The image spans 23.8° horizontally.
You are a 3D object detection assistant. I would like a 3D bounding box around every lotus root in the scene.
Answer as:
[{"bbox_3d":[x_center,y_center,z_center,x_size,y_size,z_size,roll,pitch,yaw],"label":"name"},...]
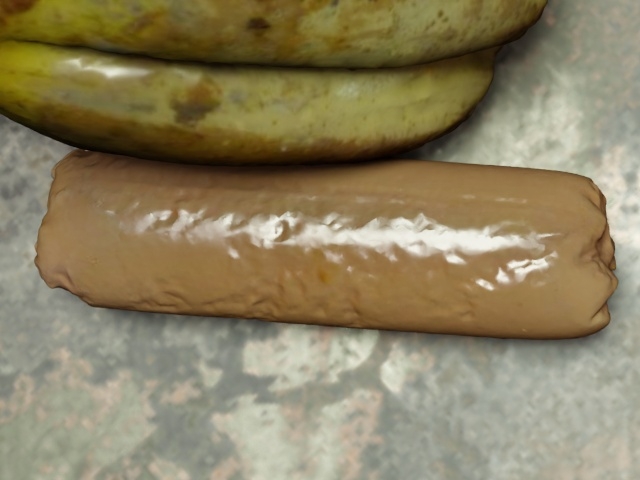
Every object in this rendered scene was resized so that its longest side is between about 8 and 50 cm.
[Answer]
[{"bbox_3d":[-0.034,-0.120,0.669,0.291,0.193,0.193,-2,82,-21],"label":"lotus root"}]

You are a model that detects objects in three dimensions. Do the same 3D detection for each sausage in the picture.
[{"bbox_3d":[-0.001,-0.001,0.740,0.289,0.086,0.086,3,84,12],"label":"sausage"}]
